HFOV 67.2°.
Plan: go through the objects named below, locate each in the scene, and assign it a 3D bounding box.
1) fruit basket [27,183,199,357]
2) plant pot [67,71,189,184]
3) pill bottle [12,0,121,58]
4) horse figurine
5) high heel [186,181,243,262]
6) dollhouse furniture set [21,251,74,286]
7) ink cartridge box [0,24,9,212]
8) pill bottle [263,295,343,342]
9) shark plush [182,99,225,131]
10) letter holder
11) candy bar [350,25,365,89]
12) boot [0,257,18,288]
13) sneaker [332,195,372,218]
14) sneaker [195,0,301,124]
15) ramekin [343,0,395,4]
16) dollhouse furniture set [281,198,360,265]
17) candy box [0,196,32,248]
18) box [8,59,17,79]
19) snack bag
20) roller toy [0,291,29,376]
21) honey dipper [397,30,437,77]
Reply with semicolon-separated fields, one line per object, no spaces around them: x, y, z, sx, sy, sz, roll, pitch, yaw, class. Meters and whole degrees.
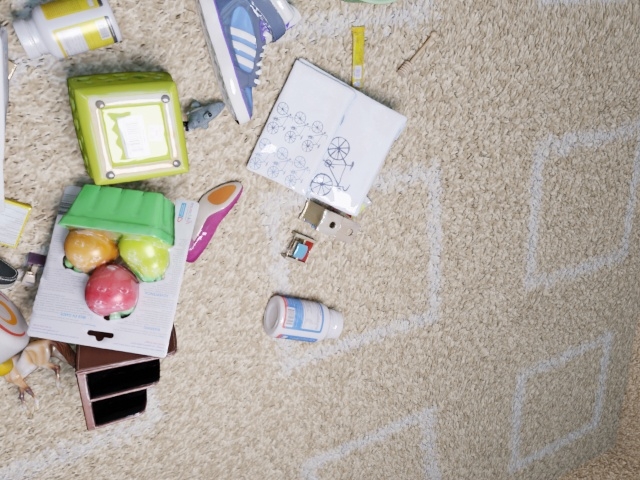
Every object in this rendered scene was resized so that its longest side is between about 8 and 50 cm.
-0.458;0.061;1.086;0.327;0.165;0.353;7;83;6;fruit basket
-0.410;-0.243;1.050;0.227;0.207;0.228;-12;114;-22;plant pot
-0.516;-0.436;0.987;0.184;0.103;0.103;-24;117;-16;pill bottle
-0.686;0.308;1.160;0.263;0.066;0.174;-32;90;10;horse figurine
-0.284;-0.046;1.273;0.244;0.082;0.117;-50;151;-16;high heel
-0.645;0.099;1.144;0.114;0.091;0.081;19;115;-33;dollhouse furniture set
-0.787;-0.248;0.933;0.308;0.091;0.385;3;123;-27;ink cartridge box
-0.048;0.241;1.450;0.221;0.124;0.124;15;102;-29;pill bottle
-0.282;-0.297;1.132;0.067;0.161;0.073;-9;107;18;shark plush
-0.458;0.272;1.160;0.214;0.302;0.152;-9;112;-23;letter holder
0.100;-0.494;1.310;0.040;0.018;0.161;-7;112;-19;candy bar
-0.722;-0.013;1.014;0.178;0.085;0.236;-45;120;11;boot
0.056;-0.134;1.388;0.208;0.081;0.094;38;97;-29;sneaker
-0.140;-0.460;1.141;0.236;0.130;0.322;-20;110;-14;sneaker
0.107;-0.724;1.152;0.303;0.148;0.303;-9;112;-23;ramekin
0.000;0.000;1.379;0.129;0.129;0.183;21;97;-30;dollhouse furniture set
-0.759;-0.063;1.052;0.206;0.027;0.105;22;101;-30;candy box
-0.747;-0.337;0.960;0.201;0.021;0.164;28;95;-31;box
0.021;-0.260;1.287;0.342;0.037;0.323;26;95;-11;snack bag
-0.760;0.198;1.054;0.146;0.191;0.209;-36;159;-10;roller toy
0.281;-0.534;1.377;0.160;0.030;0.030;-50;121;-5;honey dipper
